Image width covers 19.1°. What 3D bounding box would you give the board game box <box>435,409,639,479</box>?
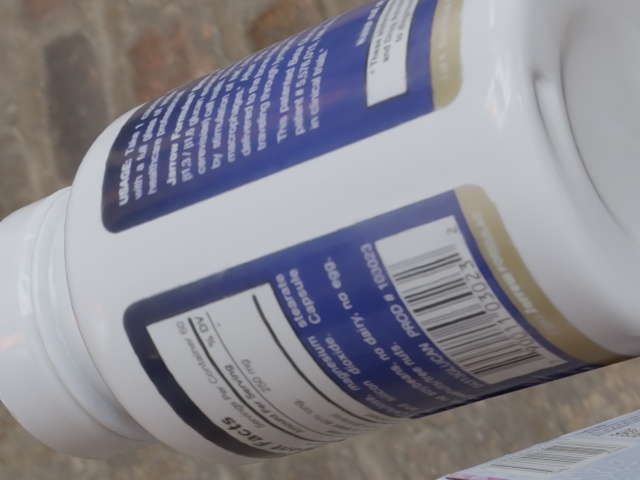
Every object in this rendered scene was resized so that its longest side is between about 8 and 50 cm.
[{"bbox_3d":[0.262,0.090,0.651,0.318,0.318,0.066,1,99,47],"label":"board game box"}]

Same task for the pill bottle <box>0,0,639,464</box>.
[{"bbox_3d":[0.000,0.000,0.449,0.169,0.094,0.094,-19,47,34],"label":"pill bottle"}]
